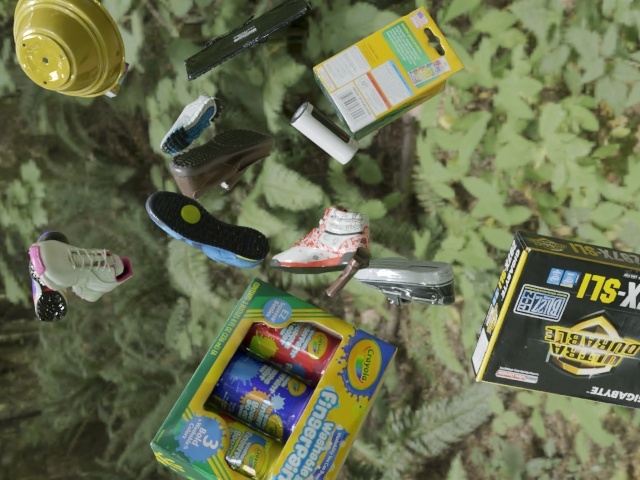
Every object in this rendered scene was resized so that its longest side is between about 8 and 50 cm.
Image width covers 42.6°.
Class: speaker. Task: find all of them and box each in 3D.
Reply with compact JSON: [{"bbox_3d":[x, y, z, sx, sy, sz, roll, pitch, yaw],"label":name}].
[{"bbox_3d":[0.010,-0.209,1.603,0.055,0.136,0.055,-44,22,23],"label":"speaker"}]

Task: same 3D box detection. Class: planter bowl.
[{"bbox_3d":[-0.457,-0.329,1.425,0.090,0.217,0.217,-66,-13,-50],"label":"planter bowl"}]

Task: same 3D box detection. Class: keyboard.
[{"bbox_3d":[-0.097,-0.273,1.131,0.038,0.192,0.100,59,-174,-33],"label":"keyboard"}]

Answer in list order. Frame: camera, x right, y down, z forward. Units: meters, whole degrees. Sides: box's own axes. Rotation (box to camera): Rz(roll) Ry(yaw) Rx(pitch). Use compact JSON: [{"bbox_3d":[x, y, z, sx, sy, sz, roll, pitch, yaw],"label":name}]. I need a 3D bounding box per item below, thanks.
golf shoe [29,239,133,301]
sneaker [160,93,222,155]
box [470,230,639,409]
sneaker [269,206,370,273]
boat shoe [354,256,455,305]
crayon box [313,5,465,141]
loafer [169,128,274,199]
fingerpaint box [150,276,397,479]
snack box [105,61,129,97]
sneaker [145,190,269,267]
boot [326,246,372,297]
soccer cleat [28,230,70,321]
[{"bbox_3d":[-0.522,0.050,1.804,0.306,0.140,0.115,44,-154,-74],"label":"golf shoe"},{"bbox_3d":[-0.332,-0.293,2.058,0.083,0.190,0.071,41,173,45],"label":"sneaker"},{"bbox_3d":[0.441,0.138,1.355,0.079,0.321,0.257,-93,16,-66],"label":"box"},{"bbox_3d":[0.001,0.000,1.970,0.270,0.090,0.145,-5,73,34],"label":"sneaker"},{"bbox_3d":[0.210,0.116,2.147,0.335,0.121,0.119,5,110,51],"label":"boat shoe"},{"bbox_3d":[0.171,-0.418,2.065,0.203,0.322,0.083,60,178,13],"label":"crayon box"},{"bbox_3d":[-0.276,-0.215,2.302,0.133,0.365,0.130,25,126,35],"label":"loafer"},{"bbox_3d":[-0.092,0.360,1.801,0.445,0.371,0.163,-59,-11,-27],"label":"fingerpaint box"},{"bbox_3d":[-0.581,-0.452,2.139,0.037,0.141,0.100,0,66,50],"label":"snack box"},{"bbox_3d":[-0.185,-0.008,1.291,0.082,0.209,0.069,-32,39,54],"label":"sneaker"},{"bbox_3d":[0.062,0.073,1.814,0.037,0.106,0.114,39,115,10],"label":"boot"},{"bbox_3d":[-0.731,0.079,2.206,0.318,0.108,0.116,105,148,-41],"label":"soccer cleat"}]
